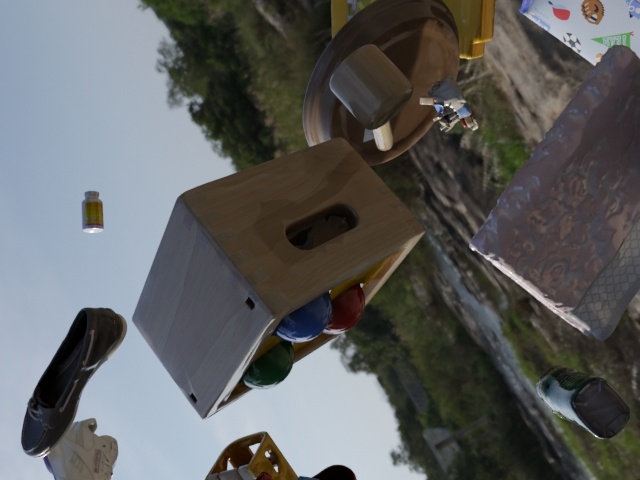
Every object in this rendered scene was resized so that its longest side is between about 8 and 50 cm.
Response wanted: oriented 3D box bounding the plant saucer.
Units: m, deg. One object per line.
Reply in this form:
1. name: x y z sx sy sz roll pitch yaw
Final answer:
1. plant saucer: 0.098 -0.213 1.001 0.041 0.278 0.278 46 174 33

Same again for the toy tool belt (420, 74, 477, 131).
1. toy tool belt: 0.161 -0.165 0.894 0.083 0.051 0.052 47 -158 -44

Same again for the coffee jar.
1. coffee jar: 0.436 0.266 1.189 0.096 0.079 0.184 48 176 0

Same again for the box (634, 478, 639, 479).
1. box: 0.333 0.526 0.983 0.212 0.395 0.293 61 149 34

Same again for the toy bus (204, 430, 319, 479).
1. toy bus: -0.071 0.378 1.032 0.191 0.202 0.104 20 -150 9

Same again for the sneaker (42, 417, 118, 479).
1. sneaker: -0.485 0.489 1.490 0.305 0.152 0.114 45 145 40

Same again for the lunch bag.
1. lunch bag: 0.583 -0.509 1.238 0.328 0.239 0.385 44 156 24

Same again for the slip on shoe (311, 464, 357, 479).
1. slip on shoe: -0.027 0.506 1.299 0.123 0.101 0.331 26 -163 24

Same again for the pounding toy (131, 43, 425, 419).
1. pounding toy: 0.009 -0.007 0.418 0.094 0.181 0.206 50 138 16

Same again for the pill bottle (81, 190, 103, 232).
1. pill bottle: -0.478 -0.060 1.479 0.043 0.043 0.083 53 -149 -77

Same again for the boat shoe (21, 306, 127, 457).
1. boat shoe: -0.514 0.273 1.397 0.112 0.335 0.095 32 178 37

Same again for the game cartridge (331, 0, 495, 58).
1. game cartridge: 0.138 -0.447 1.134 0.324 0.053 0.285 21 121 46

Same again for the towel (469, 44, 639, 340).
1. towel: 0.404 -0.050 1.007 0.317 0.332 0.053 35 -179 -31
